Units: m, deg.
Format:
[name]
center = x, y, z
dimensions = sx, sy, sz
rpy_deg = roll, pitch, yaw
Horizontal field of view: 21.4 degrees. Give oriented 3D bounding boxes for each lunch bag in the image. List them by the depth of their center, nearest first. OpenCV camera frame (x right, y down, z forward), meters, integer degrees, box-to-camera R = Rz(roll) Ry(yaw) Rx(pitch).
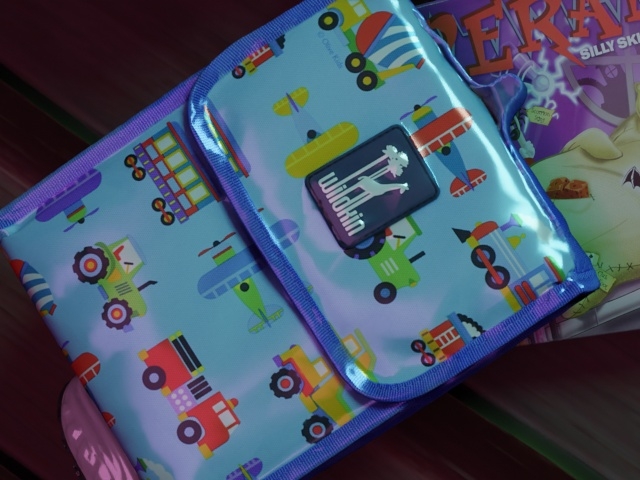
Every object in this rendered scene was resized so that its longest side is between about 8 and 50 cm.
[lunch bag]
center = 0.000, 0.000, 0.964
dimensions = 0.293, 0.138, 0.221
rpy_deg = -35, 81, 14

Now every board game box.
[board game box]
center = 0.174, -0.054, 0.940
dimensions = 0.346, 0.056, 0.208
rpy_deg = -11, 90, 29

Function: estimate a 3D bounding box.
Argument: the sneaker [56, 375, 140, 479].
[sneaker]
center = -0.061, 0.181, 1.080
dimensions = 0.108, 0.100, 0.271
rpy_deg = -37, 81, 23
